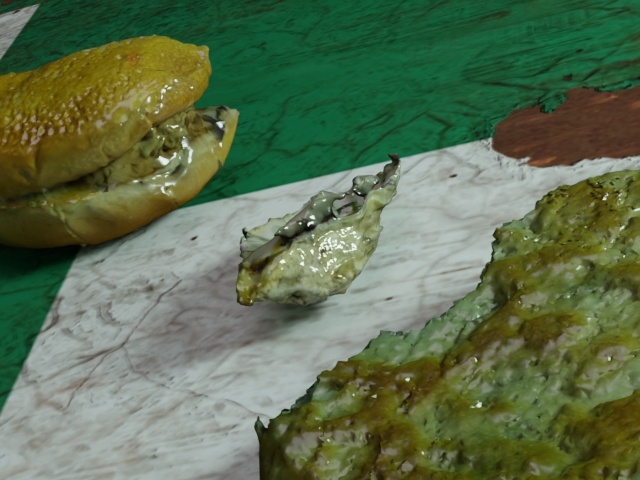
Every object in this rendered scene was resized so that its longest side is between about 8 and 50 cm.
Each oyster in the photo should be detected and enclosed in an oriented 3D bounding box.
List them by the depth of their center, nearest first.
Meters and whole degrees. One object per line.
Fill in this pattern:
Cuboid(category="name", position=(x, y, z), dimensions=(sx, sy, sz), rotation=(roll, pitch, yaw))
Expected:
Cuboid(category="oyster", position=(0.008, -0.004, 1.103), dimensions=(0.132, 0.072, 0.209), rotation=(-22, 7, 9))

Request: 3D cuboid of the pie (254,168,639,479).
Cuboid(category="pie", position=(0.146, 0.077, 0.850), dimensions=(0.371, 0.078, 0.296), rotation=(-33, 30, -20))

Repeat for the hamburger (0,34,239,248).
Cuboid(category="hamburger", position=(-0.217, -0.066, 1.276), dimensions=(0.282, 0.144, 0.157), rotation=(-14, 38, 15))
